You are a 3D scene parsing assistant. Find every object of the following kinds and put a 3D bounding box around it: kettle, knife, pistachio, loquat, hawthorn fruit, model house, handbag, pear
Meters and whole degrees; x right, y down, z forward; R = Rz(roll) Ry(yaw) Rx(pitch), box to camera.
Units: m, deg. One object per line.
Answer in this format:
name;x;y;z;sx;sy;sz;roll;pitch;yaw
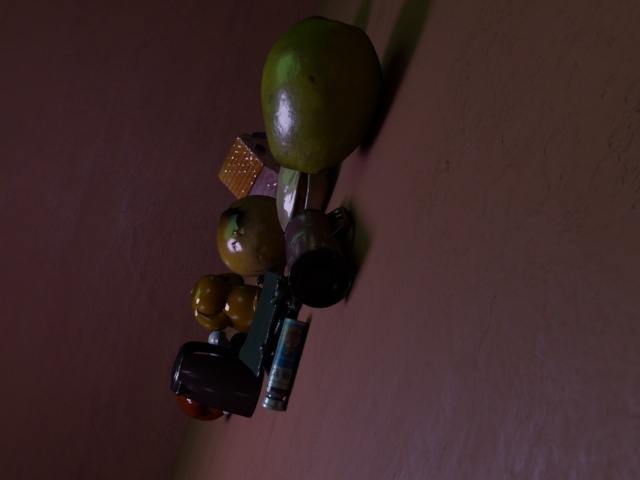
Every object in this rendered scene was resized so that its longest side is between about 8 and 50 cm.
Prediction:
kettle;-0.281;0.359;1.724;0.202;0.232;0.144;-86;18;-51
knife;-0.292;0.400;1.953;0.073;0.041;0.265;-28;-66;-58
pistachio;-0.044;-0.120;1.564;0.152;0.126;0.223;-120;37;-82
loquat;-0.170;-0.011;1.752;0.235;0.235;0.235;-163;90;-79
hawthorn fruit;-0.379;0.506;2.112;0.243;0.208;0.207;109;173;-59
model house;-0.156;-0.241;1.931;0.202;0.237;0.237;-53;14;50
handbag;-0.122;0.201;1.582;0.260;0.079;0.247;-177;104;-78
pear;-0.001;-0.290;1.287;0.253;0.253;0.307;-106;22;-71

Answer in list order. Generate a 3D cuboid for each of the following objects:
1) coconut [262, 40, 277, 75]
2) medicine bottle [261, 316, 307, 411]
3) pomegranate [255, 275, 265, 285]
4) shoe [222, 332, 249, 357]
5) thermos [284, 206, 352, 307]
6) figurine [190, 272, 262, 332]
coconut;-0.039;-0.476;1.809;0.247;0.245;0.244;142;143;-70
medicine bottle;-0.076;0.257;1.336;0.051;0.051;0.191;166;120;-77
pomegranate;-0.164;0.056;1.900;0.159;0.129;0.129;-120;47;-60
shoe;-0.238;0.349;1.865;0.241;0.108;0.093;-81;9;-51
thermos;-0.009;0.000;1.235;0.330;0.110;0.136;-104;33;-70
figurine;-0.255;0.186;1.872;0.215;0.228;0.215;3;-90;-81
